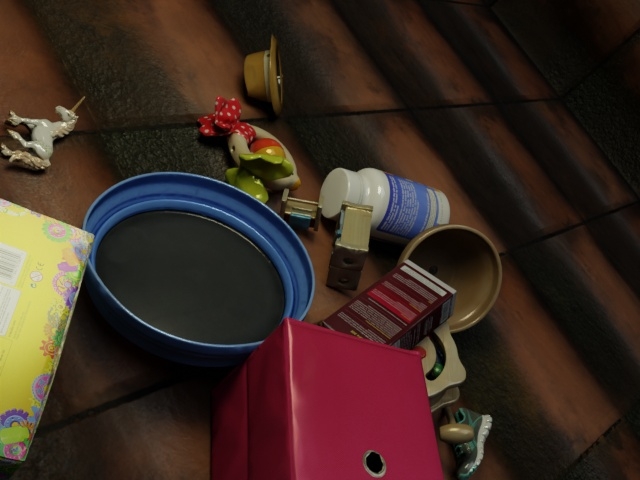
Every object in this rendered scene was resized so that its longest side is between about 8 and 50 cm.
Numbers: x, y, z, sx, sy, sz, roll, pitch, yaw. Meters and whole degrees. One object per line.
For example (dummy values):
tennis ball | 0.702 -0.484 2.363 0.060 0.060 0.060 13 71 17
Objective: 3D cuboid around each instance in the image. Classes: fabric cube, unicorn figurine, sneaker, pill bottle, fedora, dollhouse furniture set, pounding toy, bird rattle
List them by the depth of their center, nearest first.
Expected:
fabric cube | 0.002 0.306 1.024 0.254 0.259 0.258 18 46 -26
unicorn figurine | -0.483 -0.186 1.202 0.111 0.060 0.161 16 64 -30
sneaker | 0.276 0.390 1.347 0.076 0.065 0.166 28 37 6
pounding toy | 0.186 0.279 1.349 0.154 0.154 0.269 -3 44 -8
dollhouse furniture set | 0.000 0.000 1.412 0.184 0.129 0.129 11 46 -1
bird rattle | -0.144 -0.180 1.459 0.207 0.143 0.253 12 36 -48
pill bottle | 0.139 -0.074 1.542 0.272 0.152 0.152 15 48 -31
fedora | -0.132 -0.377 1.605 0.079 0.194 0.194 -4 50 3

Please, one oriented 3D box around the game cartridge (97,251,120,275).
game cartridge | -0.335 0.061 1.141 0.056 0.017 0.083 39 40 -12

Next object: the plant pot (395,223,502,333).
plant pot | 0.262 0.075 1.515 0.237 0.237 0.110 29 2 -18

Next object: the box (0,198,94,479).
box | -0.418 0.144 0.797 0.177 0.279 0.290 23 44 -23

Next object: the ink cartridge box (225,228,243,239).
ink cartridge box | -0.140 -0.007 1.348 0.063 0.029 0.115 41 41 -3

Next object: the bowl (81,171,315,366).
bowl | -0.202 0.043 1.161 0.391 0.077 0.391 18 39 -15

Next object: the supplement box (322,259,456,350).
supplement box | 0.132 0.147 1.323 0.239 0.073 0.130 -32 50 -31
